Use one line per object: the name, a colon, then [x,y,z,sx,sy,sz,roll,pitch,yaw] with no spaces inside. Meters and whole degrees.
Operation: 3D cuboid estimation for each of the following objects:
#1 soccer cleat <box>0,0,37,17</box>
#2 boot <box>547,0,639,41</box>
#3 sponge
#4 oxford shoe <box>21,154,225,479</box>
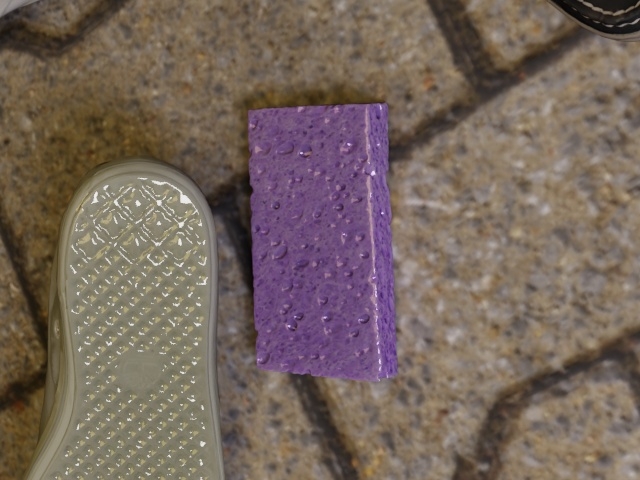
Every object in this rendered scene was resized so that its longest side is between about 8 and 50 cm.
soccer cleat: [-0.254,-0.238,1.145,0.196,0.076,0.068,-21,116,20]
boot: [0.071,-0.287,0.785,0.138,0.284,0.377,-34,75,31]
sponge: [0.000,0.000,1.010,0.117,0.031,0.210,0,95,34]
oxford shoe: [-0.161,0.138,1.081,0.130,0.169,0.450,-119,34,-68]
